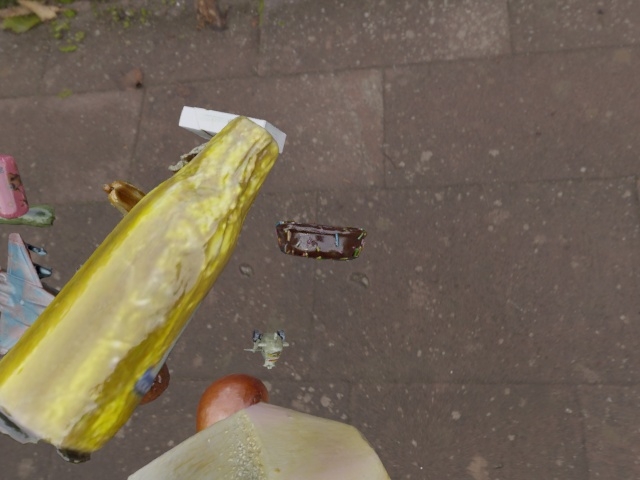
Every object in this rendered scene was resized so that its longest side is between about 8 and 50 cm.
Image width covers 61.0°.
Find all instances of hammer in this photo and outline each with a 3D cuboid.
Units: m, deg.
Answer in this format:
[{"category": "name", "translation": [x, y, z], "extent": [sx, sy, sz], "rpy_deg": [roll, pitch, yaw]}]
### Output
[{"category": "hammer", "translation": [-0.407, -0.070, 0.704], "extent": [0.043, 0.043, 0.083], "rpy_deg": [-6, 108, 8]}]

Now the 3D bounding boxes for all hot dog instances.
[{"category": "hot dog", "translation": [-0.620, -0.124, 1.784], "extent": [0.072, 0.269, 0.109], "rpy_deg": [3, 70, 18]}]

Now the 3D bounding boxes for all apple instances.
[{"category": "apple", "translation": [-0.257, 0.534, 1.606], "extent": [0.206, 0.251, 0.272], "rpy_deg": [4, 104, -1]}]

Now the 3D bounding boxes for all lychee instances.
[{"category": "lychee", "translation": [-0.306, 0.214, 0.883], "extent": [0.140, 0.101, 0.114], "rpy_deg": [-9, 22, 35]}]

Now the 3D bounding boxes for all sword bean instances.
[{"category": "sword bean", "translation": [-0.538, -0.031, 0.813], "extent": [0.269, 0.038, 0.043], "rpy_deg": [-4, 64, -9]}]

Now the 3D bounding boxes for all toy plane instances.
[{"category": "toy plane", "translation": [-0.475, 0.112, 0.936], "extent": [0.326, 0.104, 0.223], "rpy_deg": [14, 97, 14]}, {"category": "toy plane", "translation": [-0.161, 0.311, 1.591], "extent": [0.092, 0.286, 0.108], "rpy_deg": [2, 86, -20]}]

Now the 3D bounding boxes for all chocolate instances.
[{"category": "chocolate", "translation": [-0.200, 0.037, 0.663], "extent": [0.162, 0.162, 0.445], "rpy_deg": [31, 79, 21]}]

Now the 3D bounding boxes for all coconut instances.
[{"category": "coconut", "translation": [-0.062, 0.355, 0.629], "extent": [0.352, 0.352, 0.353], "rpy_deg": [-4, 67, 9]}]

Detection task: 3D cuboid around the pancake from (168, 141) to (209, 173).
[{"category": "pancake", "translation": [-0.403, -0.271, 1.999], "extent": [0.257, 0.212, 0.056], "rpy_deg": [-25, 60, -1]}]

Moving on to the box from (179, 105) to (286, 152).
[{"category": "box", "translation": [-0.144, -0.182, 0.895], "extent": [0.154, 0.084, 0.040], "rpy_deg": [13, 92, 19]}]

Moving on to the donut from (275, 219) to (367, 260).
[{"category": "donut", "translation": [0.000, 0.000, 1.341], "extent": [0.235, 0.235, 0.089], "rpy_deg": [5, 92, 12]}]

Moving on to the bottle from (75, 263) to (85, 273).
[{"category": "bottle", "translation": [-0.851, 0.158, 2.010], "extent": [0.099, 0.099, 0.152], "rpy_deg": [-6, 91, 8]}]
